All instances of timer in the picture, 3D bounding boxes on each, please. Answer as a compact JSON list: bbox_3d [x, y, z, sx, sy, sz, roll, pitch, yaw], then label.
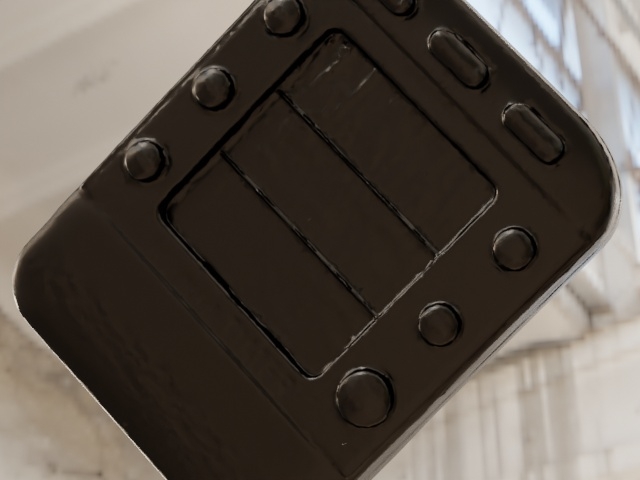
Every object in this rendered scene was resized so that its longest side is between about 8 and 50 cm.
[{"bbox_3d":[0.000,0.000,0.664,0.187,0.144,0.055,-45,-15,9],"label":"timer"}]
